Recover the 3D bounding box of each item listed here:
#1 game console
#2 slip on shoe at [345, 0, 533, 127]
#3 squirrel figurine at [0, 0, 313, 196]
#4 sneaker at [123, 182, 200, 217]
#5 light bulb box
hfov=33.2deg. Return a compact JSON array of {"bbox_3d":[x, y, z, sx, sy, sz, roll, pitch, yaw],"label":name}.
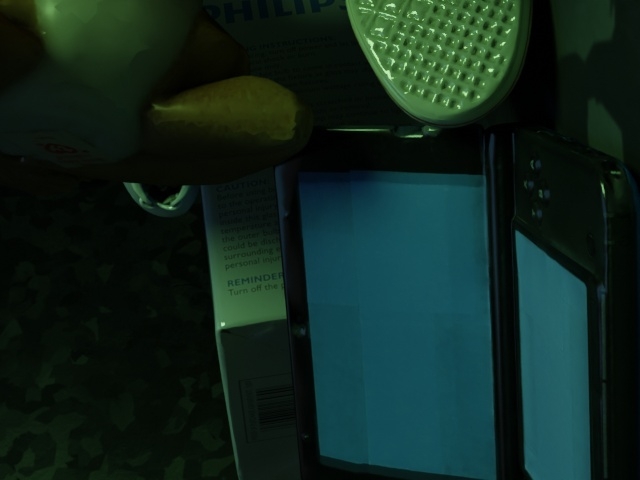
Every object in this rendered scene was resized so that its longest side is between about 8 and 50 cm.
[{"bbox_3d":[0.074,0.083,0.664,0.250,0.173,0.293,-115,19,-75],"label":"game console"},{"bbox_3d":[0.075,-0.208,0.732,0.101,0.123,0.331,54,-158,-54],"label":"slip on shoe"},{"bbox_3d":[-0.172,-0.234,0.790,0.397,0.281,0.371,-23,58,62],"label":"squirrel figurine"},{"bbox_3d":[-0.177,-0.072,1.163,0.258,0.094,0.091,96,172,-67],"label":"sneaker"},{"bbox_3d":[0.000,0.000,1.059,0.358,0.225,0.361,91,170,-56],"label":"light bulb box"}]
